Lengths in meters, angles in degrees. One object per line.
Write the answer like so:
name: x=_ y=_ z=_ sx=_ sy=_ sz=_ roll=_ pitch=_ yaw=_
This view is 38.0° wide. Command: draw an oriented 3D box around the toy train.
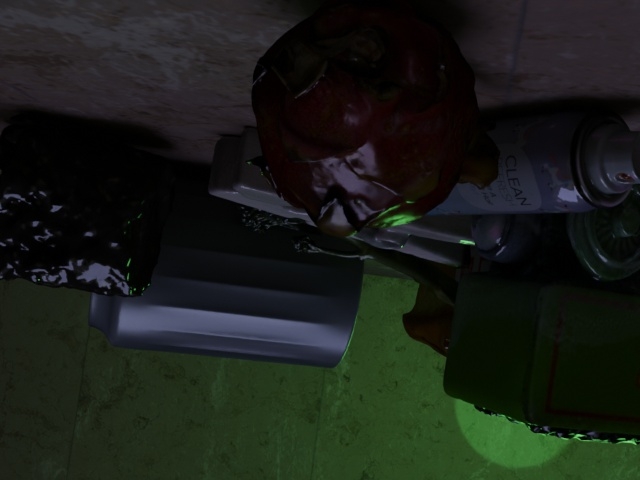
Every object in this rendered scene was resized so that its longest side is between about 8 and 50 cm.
toy train: x=0.272 y=0.061 z=0.860 sx=0.307 sy=0.249 sz=0.173 roll=9 pitch=177 yaw=-23

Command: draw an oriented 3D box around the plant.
plant: x=-0.278 y=-0.037 z=1.004 sx=0.234 sy=0.178 sz=0.204 roll=18 pitch=-173 yaw=6

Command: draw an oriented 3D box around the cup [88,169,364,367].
cup: x=-0.131 y=0.016 z=1.259 sx=0.327 sy=0.237 sz=0.323 roll=8 pitch=-155 yaw=-10

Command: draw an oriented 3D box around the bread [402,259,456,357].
bread: x=0.339 y=0.109 z=1.503 sx=0.398 sy=0.215 sz=0.398 roll=7 pitch=174 yaw=1

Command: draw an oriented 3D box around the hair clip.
hair clip: x=0.050 y=-0.039 z=0.968 sx=0.331 sy=0.085 sz=0.101 roll=12 pitch=171 yaw=-28

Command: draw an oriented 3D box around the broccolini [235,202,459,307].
broccolini: x=0.066 y=0.035 z=1.076 sx=0.392 sy=0.074 sz=0.079 roll=33 pitch=-148 yaw=14

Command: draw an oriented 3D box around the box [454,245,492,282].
box: x=0.228 y=0.011 z=1.062 sx=0.050 sy=0.123 sz=0.229 roll=12 pitch=173 yaw=-16

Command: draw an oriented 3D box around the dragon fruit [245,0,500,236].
dragon fruit: x=0.049 y=-0.063 z=0.539 sx=0.125 sy=0.125 sz=0.246 roll=0 pitch=178 yaw=35

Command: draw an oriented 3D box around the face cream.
face cream: x=0.145 y=-0.057 z=0.700 sx=0.075 sy=0.075 sz=0.229 roll=11 pitch=173 yaw=-36
